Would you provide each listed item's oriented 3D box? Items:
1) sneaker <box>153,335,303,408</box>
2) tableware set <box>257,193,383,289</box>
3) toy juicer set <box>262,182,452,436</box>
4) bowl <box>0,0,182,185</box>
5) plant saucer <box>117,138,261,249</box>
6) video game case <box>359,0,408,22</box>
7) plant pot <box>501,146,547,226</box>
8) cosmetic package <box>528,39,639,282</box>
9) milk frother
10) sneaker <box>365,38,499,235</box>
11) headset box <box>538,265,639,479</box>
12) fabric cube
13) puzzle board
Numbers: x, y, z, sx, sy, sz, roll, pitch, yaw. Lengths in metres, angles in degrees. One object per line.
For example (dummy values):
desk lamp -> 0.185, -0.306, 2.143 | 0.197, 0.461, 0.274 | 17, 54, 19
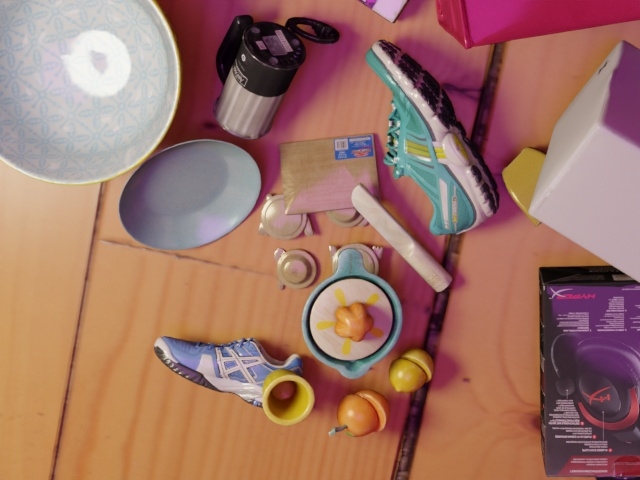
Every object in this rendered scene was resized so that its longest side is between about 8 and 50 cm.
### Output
sneaker -> -0.123, 0.165, 1.871 | 0.211, 0.080, 0.081 | 19, 96, -8
tableware set -> 0.000, 0.000, 1.850 | 0.169, 0.020, 0.141 | -4, 100, 8
toy juicer set -> 0.073, 0.116, 1.803 | 0.209, 0.089, 0.329 | 24, 96, -14
bowl -> -0.307, -0.222, 1.768 | 0.290, 0.156, 0.289 | 1, 101, 6
plant saucer -> -0.175, -0.069, 1.806 | 0.195, 0.037, 0.195 | -14, 139, -13
video game case -> 0.056, -0.427, 1.749 | 0.232, 0.042, 0.210 | 34, 101, -1
plant pot -> 0.282, -0.077, 1.777 | 0.083, 0.081, 0.081 | 46, 102, 7
cosmetic package -> 0.497, -0.024, 1.660 | 0.453, 0.230, 0.161 | 32, 127, -3
milk frother -> -0.056, -0.219, 1.779 | 0.143, 0.129, 0.134 | 5, 141, -23
sneaker -> 0.126, -0.129, 1.773 | 0.110, 0.107, 0.275 | -27, 97, 20
headset box -> 0.397, 0.184, 1.797 | 0.218, 0.110, 0.293 | -2, 101, 7
fabric cube -> 0.259, -0.381, 1.603 | 0.258, 0.259, 0.254 | -11, 107, 1
puzzle board -> 0.012, -0.087, 1.824 | 0.128, 0.011, 0.096 | -6, 84, 6
